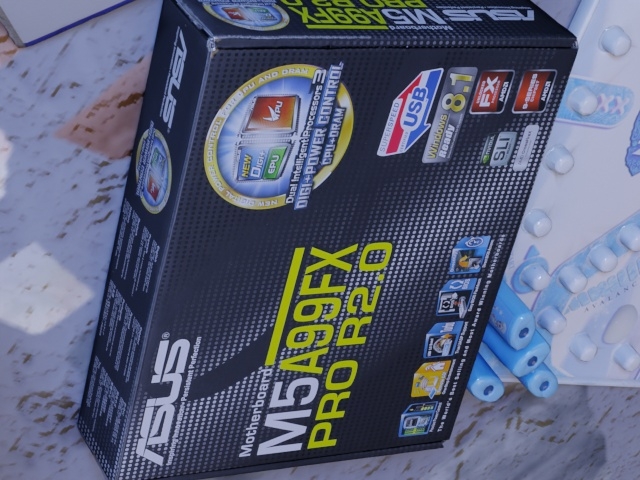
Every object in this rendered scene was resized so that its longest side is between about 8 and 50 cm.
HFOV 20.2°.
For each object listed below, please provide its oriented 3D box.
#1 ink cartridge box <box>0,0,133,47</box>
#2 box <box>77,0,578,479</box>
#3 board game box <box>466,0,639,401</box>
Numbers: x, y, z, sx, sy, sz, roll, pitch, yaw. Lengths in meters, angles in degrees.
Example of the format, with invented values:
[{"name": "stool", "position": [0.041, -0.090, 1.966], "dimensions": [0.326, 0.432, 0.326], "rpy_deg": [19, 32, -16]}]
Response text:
[{"name": "ink cartridge box", "position": [-0.032, -0.215, 0.701], "dimensions": [0.303, 0.072, 0.307], "rpy_deg": [-24, 165, -2]}, {"name": "box", "position": [0.000, 0.000, 0.954], "dimensions": [0.216, 0.060, 0.270], "rpy_deg": [-3, 124, -31]}, {"name": "board game box", "position": [0.294, -0.059, 1.101], "dimensions": [0.390, 0.050, 0.390], "rpy_deg": [5, 119, -35]}]
